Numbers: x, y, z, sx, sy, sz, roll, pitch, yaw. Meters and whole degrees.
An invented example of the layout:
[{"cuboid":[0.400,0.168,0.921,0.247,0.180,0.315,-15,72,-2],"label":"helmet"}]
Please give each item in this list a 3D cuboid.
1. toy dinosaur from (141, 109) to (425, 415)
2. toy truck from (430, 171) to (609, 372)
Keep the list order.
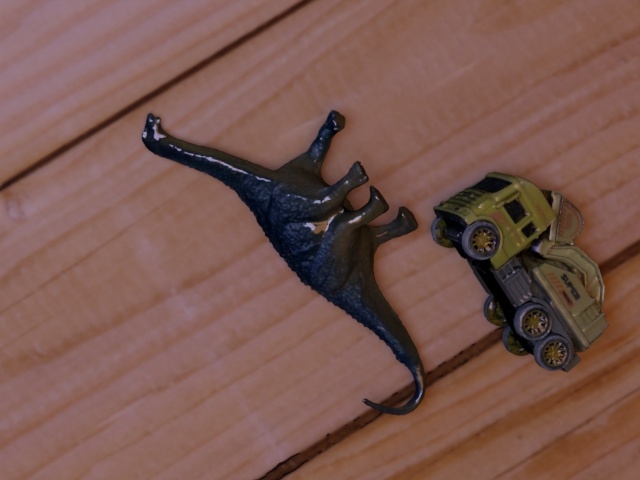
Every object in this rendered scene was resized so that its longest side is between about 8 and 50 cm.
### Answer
[{"cuboid":[0.006,-0.010,1.532,0.147,0.076,0.363,-38,102,18],"label":"toy dinosaur"},{"cuboid":[0.196,0.022,1.560,0.116,0.085,0.191,-37,106,-11],"label":"toy truck"}]
